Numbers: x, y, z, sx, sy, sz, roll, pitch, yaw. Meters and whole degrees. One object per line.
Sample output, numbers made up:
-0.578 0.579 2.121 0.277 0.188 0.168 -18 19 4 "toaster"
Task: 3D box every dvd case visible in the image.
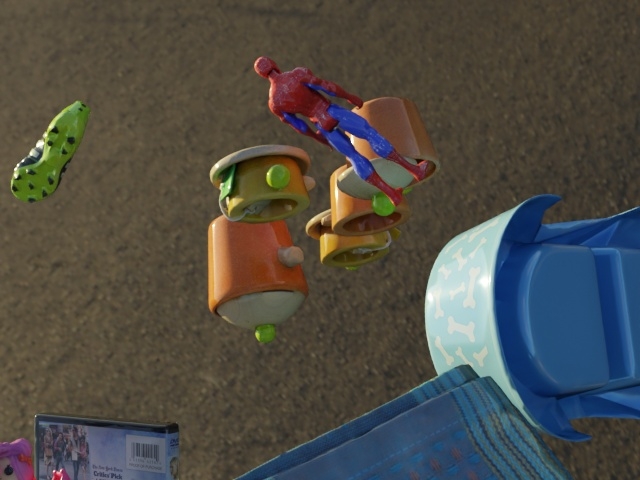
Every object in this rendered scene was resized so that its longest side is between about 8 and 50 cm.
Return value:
-0.211 0.300 1.070 0.180 0.022 0.253 -1 89 33 "dvd case"

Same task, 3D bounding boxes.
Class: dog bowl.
0.187 0.058 0.798 0.074 0.297 0.165 -13 79 44 "dog bowl"

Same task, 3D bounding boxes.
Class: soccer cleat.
-0.355 -0.114 1.449 0.179 0.060 0.072 -43 16 38 "soccer cleat"

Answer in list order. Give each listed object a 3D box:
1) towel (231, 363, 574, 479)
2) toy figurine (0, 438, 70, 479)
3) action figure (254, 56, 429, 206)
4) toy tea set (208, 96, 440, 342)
0.085 0.235 0.496 0.271 0.040 0.370 -20 54 -31 "towel"
-0.298 0.227 0.947 0.159 0.173 0.130 -15 8 -23 "toy figurine"
0.009 -0.068 0.629 0.038 0.115 0.030 -45 15 29 "action figure"
0.000 0.000 0.958 0.200 0.336 0.124 -8 72 -9 "toy tea set"
